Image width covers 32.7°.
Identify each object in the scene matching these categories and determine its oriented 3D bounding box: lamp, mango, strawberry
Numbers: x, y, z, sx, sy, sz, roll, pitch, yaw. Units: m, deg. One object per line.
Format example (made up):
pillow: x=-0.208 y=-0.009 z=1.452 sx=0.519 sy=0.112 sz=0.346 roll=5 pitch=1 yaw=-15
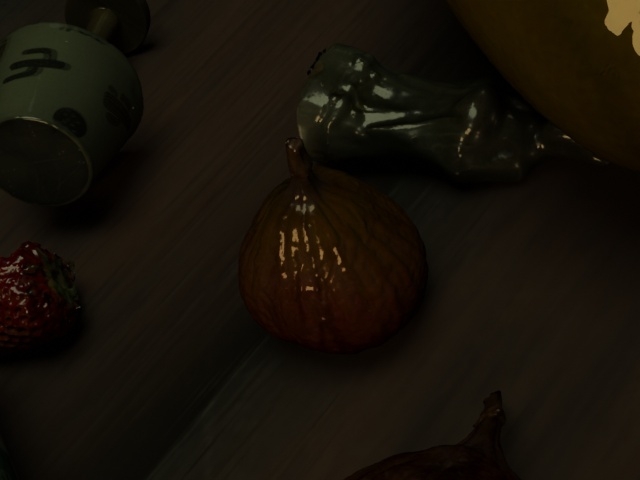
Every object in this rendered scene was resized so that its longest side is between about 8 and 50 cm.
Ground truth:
lamp: x=-0.191 y=-0.125 z=0.842 sx=0.121 sy=0.121 sz=0.214 roll=-6 pitch=42 yaw=15
mango: x=0.154 y=-0.218 z=0.684 sx=0.221 sy=0.301 sz=0.445 roll=-20 pitch=59 yaw=10
strawberry: x=-0.206 y=0.045 z=0.744 sx=0.083 sy=0.073 sz=0.073 roll=-33 pitch=48 yaw=9

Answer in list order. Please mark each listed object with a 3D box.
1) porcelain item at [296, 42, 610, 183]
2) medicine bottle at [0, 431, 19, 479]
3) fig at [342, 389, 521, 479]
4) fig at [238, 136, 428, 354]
porcelain item: x=0.093 y=-0.077 z=0.743 sx=0.216 sy=0.069 sz=0.081 roll=13 pitch=53 yaw=22
medicine bottle: x=-0.264 y=0.126 z=0.647 sx=0.141 sy=0.141 sz=0.293 roll=-32 pitch=48 yaw=-7
fig: x=0.071 y=0.140 z=0.534 sx=0.146 sy=0.133 sz=0.201 roll=23 pitch=54 yaw=22
fig: x=0.008 y=0.011 z=0.652 sx=0.119 sy=0.153 sz=0.119 roll=0 pitch=77 yaw=0
